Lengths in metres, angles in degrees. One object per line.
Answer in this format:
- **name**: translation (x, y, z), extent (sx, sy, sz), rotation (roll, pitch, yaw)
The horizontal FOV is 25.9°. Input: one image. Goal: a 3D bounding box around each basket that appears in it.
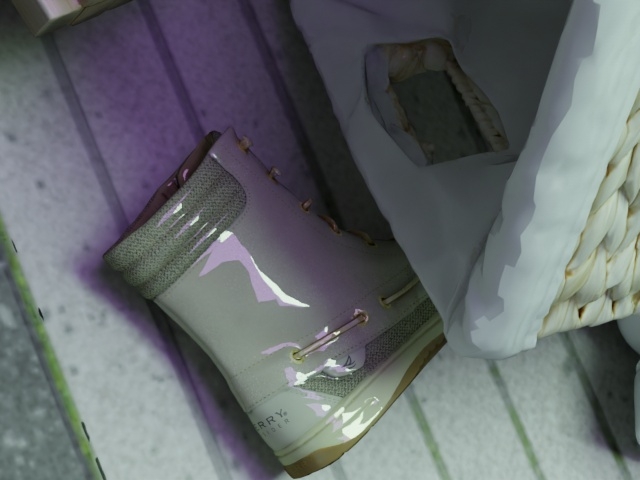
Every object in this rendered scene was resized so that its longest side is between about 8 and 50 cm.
- **basket**: translation (0.155, -0.179, 0.669), extent (0.266, 0.331, 0.328), rotation (-9, 49, -17)

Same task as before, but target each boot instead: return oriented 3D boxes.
- **boot**: translation (0.000, 0.000, 0.746), extent (0.165, 0.077, 0.213), rotation (48, 52, -6)

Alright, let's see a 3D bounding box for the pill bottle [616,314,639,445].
- **pill bottle**: translation (0.266, -0.007, 0.874), extent (0.160, 0.160, 0.283), rotation (20, 61, -27)

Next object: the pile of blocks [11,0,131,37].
- **pile of blocks**: translation (-0.117, -0.280, 0.641), extent (0.149, 0.112, 0.362), rotation (-1, 72, -36)
